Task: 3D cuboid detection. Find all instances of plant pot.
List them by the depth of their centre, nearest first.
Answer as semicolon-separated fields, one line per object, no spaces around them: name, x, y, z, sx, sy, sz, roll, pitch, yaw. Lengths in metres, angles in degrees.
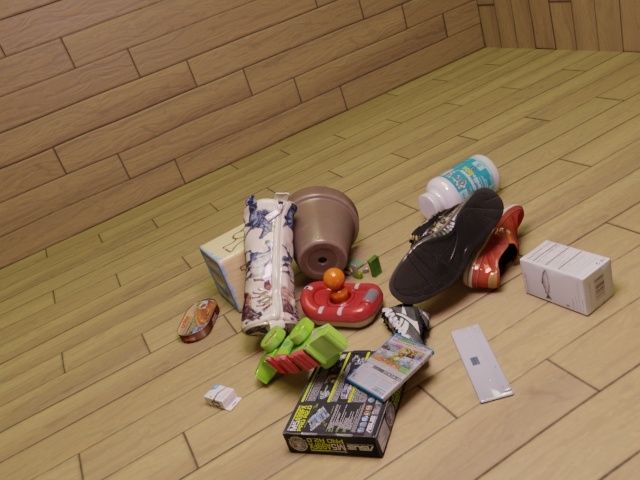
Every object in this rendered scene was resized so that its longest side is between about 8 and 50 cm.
plant pot;0.000;0.000;1.907;0.262;0.263;0.229;-16;35;6

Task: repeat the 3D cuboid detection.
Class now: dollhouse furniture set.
dollhouse furniture set;0.114;0.069;1.892;0.076;0.059;0.151;-35;30;-30

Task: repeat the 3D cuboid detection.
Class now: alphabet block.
alphabet block;-0.238;0.076;1.969;0.197;0.194;0.192;-29;29;-19

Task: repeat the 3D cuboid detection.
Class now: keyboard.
keyboard;0.357;0.269;1.392;0.072;0.014;0.256;-22;25;7

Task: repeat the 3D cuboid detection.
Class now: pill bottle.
pill bottle;0.446;-0.164;2.021;0.264;0.146;0.146;-31;28;-20

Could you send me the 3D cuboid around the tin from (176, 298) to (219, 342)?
tin;-0.375;0.246;1.912;0.106;0.040;0.190;-9;27;13

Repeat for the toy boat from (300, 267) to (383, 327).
toy boat;0.048;0.142;1.689;0.230;0.151;0.151;-2;30;31

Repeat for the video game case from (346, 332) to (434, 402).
video game case;0.153;0.276;1.364;0.166;0.015;0.119;-37;31;-25

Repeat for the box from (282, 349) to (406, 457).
box;0.065;0.351;1.376;0.216;0.060;0.270;-7;28;26

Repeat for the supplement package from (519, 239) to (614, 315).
supplement package;0.586;0.085;1.482;0.105;0.105;0.179;-31;28;-22

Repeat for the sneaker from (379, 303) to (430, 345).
sneaker;0.228;0.213;1.512;0.106;0.078;0.234;-24;24;-4

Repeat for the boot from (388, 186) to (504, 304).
boot;0.308;0.025;1.686;0.377;0.138;0.284;-48;2;-9

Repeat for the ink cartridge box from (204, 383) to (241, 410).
ink cartridge box;-0.243;0.390;1.545;0.083;0.028;0.048;3;34;38

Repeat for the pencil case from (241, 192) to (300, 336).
pencil case;-0.140;0.074;1.740;0.159;0.184;0.411;2;65;-10

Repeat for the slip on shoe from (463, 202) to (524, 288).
slip on shoe;0.493;0.017;1.682;0.101;0.123;0.331;15;44;30

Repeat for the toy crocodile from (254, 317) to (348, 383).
toy crocodile;-0.054;0.263;1.451;0.340;0.115;0.105;-26;26;52
